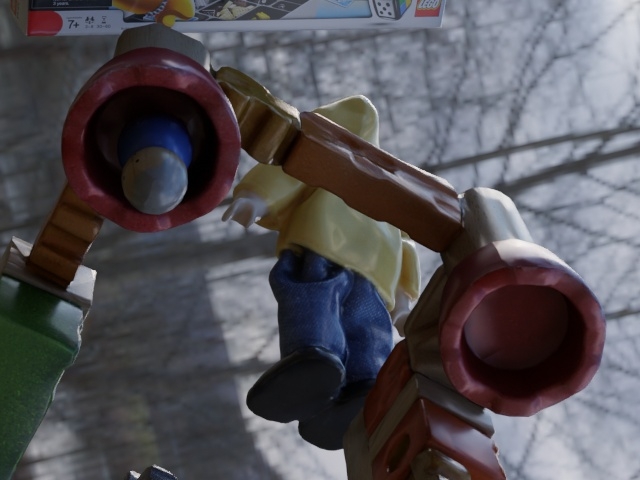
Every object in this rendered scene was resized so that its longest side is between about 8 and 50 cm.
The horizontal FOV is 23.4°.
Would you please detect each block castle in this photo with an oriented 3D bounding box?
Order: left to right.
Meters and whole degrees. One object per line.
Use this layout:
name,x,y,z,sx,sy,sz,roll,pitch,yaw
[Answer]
block castle,-0.079,0.138,0.845,0.453,0.303,0.213,-58,-165,18

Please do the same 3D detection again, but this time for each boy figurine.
boy figurine,0.000,0.000,1.115,0.092,0.177,0.285,-36,-141,34

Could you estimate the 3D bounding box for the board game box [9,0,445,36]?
board game box,-0.047,-0.235,1.020,0.053,0.305,0.193,-128,-140,-52
